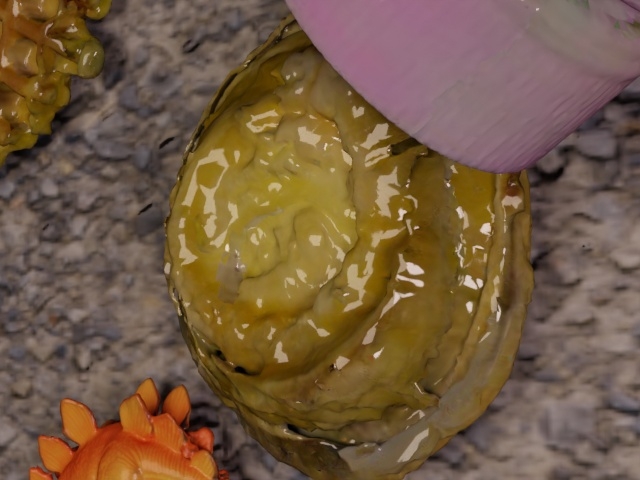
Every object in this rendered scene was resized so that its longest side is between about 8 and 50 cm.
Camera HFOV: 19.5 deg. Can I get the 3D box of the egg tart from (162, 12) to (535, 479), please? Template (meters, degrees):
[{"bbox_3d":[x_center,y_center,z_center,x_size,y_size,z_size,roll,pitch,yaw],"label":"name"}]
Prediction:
[{"bbox_3d":[0.000,0.000,1.047,0.278,0.095,0.279,-1,89,39],"label":"egg tart"}]

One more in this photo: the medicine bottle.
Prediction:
[{"bbox_3d":[0.163,-0.220,0.846,0.388,0.219,0.219,-41,64,28],"label":"medicine bottle"}]

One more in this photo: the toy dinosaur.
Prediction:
[{"bbox_3d":[-0.115,0.144,1.151,0.288,0.070,0.117,-14,78,33],"label":"toy dinosaur"}]

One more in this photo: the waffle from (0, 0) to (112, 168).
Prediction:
[{"bbox_3d":[-0.227,-0.171,1.270,0.243,0.058,0.238,-28,74,37],"label":"waffle"}]
